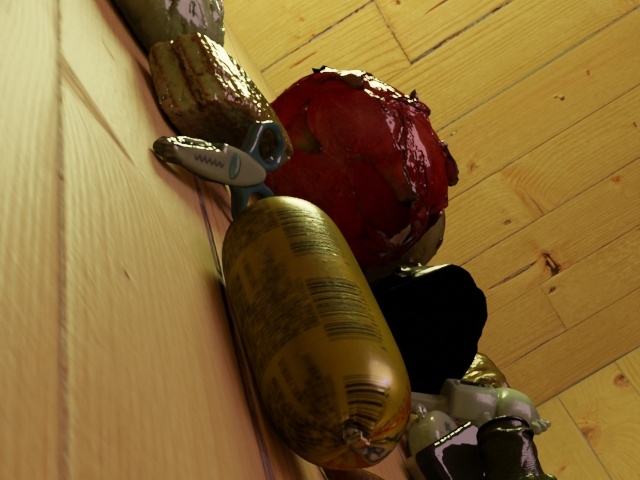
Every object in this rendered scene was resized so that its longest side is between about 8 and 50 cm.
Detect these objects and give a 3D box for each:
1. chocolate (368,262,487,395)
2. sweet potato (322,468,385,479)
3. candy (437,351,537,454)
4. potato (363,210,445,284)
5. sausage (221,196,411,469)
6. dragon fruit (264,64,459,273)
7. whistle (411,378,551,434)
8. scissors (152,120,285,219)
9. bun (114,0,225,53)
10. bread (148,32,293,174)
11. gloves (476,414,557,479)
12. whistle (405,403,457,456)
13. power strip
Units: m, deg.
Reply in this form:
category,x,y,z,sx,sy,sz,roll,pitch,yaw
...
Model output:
category,x,y,z,sx,sy,sz,roll,pitch,yaw
chocolate,0.128,0.127,1.765,0.177,0.224,0.206,23,-53,56
sweet potato,0.087,0.294,0.957,0.281,0.067,0.059,56,-34,30
candy,0.260,0.307,1.849,0.260,0.118,0.260,159,-90,-77
potato,0.058,-0.086,1.946,0.359,0.219,0.270,52,-25,5
sausage,-0.010,0.071,0.984,0.123,0.123,0.347,54,7,-37
dragon fruit,0.047,-0.104,1.673,0.301,0.295,0.295,45,2,14
whistle,0.224,0.259,1.668,0.101,0.253,0.105,120,-20,-64
scissors,-0.107,-0.082,1.240,0.041,0.138,0.289,14,1,22
bun,-0.197,-0.321,1.486,0.212,0.126,0.204,57,7,-20
bread,-0.126,-0.164,1.377,0.138,0.102,0.196,58,6,34
gloves,0.249,0.347,1.371,0.107,0.135,0.268,93,-10,-64
whistle,0.188,0.346,1.570,0.258,0.067,0.126,62,21,-4
power strip,0.217,0.371,1.445,0.105,0.070,0.256,-20,74,-42
